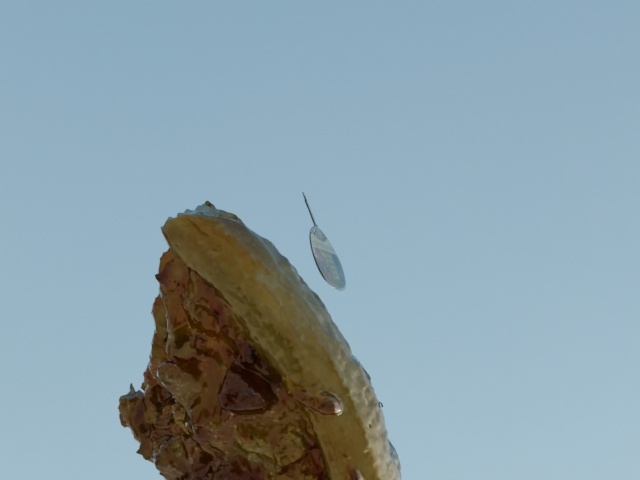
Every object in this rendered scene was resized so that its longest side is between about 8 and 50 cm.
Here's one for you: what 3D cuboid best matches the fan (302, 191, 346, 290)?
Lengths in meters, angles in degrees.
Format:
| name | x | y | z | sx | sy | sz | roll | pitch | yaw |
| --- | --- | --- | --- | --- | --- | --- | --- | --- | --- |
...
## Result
| name | x | y | z | sx | sy | sz | roll | pitch | yaw |
| --- | --- | --- | --- | --- | --- | --- | --- | --- | --- |
| fan | 0.004 | 0.007 | 1.252 | 0.003 | 0.080 | 0.060 | -24 | -43 | 16 |

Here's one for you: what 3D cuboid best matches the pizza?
| name | x | y | z | sx | sy | sz | roll | pitch | yaw |
| --- | --- | --- | --- | --- | --- | --- | --- | --- | --- |
| pizza | -0.051 | 0.131 | 1.056 | 0.226 | 0.086 | 0.336 | -3 | -64 | 40 |
